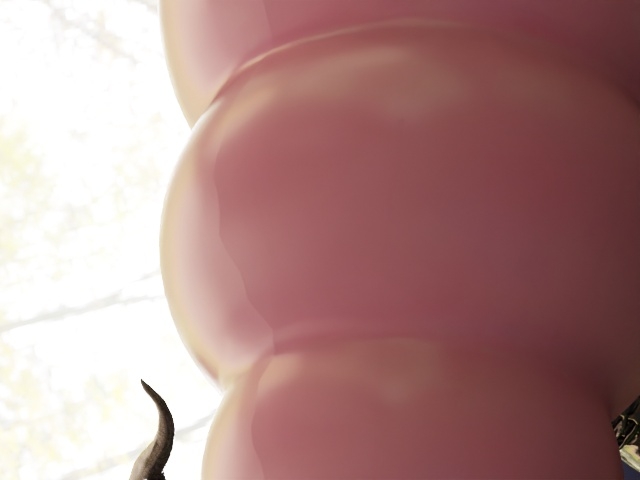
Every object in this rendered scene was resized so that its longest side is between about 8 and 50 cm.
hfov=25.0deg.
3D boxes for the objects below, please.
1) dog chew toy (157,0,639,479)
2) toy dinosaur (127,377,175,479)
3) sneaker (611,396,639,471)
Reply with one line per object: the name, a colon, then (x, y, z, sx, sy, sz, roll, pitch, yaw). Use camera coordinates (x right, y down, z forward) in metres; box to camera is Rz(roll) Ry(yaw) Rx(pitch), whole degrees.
dog chew toy: (0.035, -0.014, 0.494, 0.206, 0.207, 0.331, 135, -33, -55)
toy dinosaur: (-0.155, 0.287, 1.310, 0.160, 0.121, 0.313, 139, -67, -84)
sneaker: (0.271, 0.161, 1.515, 0.341, 0.140, 0.125, 38, -53, 17)
